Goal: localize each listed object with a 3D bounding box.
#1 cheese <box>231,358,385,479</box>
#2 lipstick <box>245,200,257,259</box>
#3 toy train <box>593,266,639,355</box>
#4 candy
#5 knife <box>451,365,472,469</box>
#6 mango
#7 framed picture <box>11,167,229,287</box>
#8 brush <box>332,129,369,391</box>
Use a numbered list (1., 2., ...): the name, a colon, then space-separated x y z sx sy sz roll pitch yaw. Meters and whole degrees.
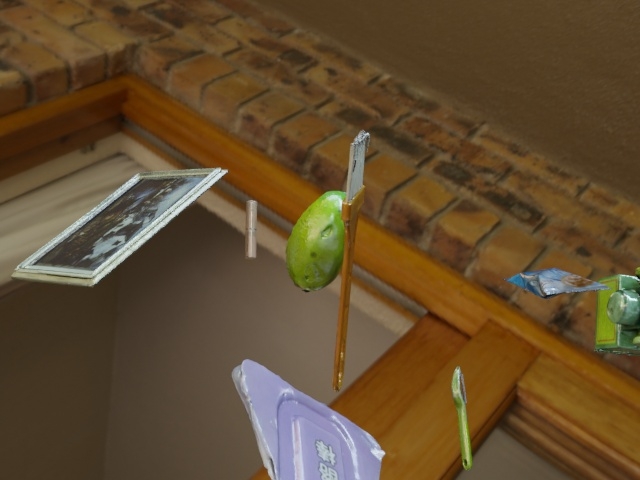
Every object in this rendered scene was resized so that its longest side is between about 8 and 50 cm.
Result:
1. cheese: 0.004 0.133 0.330 0.105 0.191 0.042 36 -64 -25
2. lipstick: -0.110 -0.017 1.330 0.019 0.019 0.094 -14 -109 43
3. toy train: 0.589 0.127 1.377 0.188 0.271 0.159 139 -42 -75
4. candy: 0.312 0.059 1.113 0.136 0.088 0.038 -155 -115 -76
5. knife: 0.252 0.316 1.493 0.022 0.026 0.184 -34 -125 55
6. mango: -0.001 0.000 1.381 0.100 0.119 0.178 19 -73 -5
7. framed picture: -0.307 -0.031 1.269 0.232 0.296 0.019 1 -54 42
8. brush: 0.031 0.034 0.962 0.017 0.090 0.314 8 -71 11
